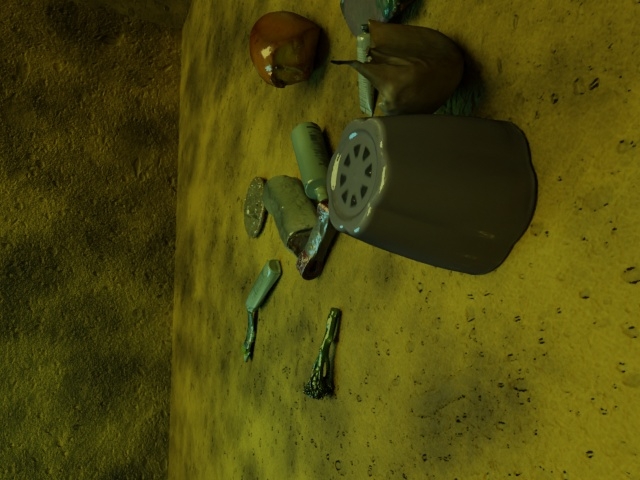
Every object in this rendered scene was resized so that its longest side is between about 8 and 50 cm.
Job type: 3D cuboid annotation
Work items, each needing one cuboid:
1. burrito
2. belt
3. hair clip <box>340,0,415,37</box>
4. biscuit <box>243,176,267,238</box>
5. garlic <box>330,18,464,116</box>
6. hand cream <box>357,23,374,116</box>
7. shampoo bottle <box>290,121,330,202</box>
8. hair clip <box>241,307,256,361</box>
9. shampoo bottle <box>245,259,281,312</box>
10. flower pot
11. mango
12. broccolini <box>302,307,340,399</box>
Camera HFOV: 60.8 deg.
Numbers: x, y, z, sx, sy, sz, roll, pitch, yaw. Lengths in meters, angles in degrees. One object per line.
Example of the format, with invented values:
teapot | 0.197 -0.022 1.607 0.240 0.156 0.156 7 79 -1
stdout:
burrito | -0.082 -0.076 1.494 0.299 0.105 0.143 -120 39 -49
belt | 0.000 0.000 1.349 0.053 0.072 0.232 60 140 42
hair clip | 0.113 -0.523 1.230 0.095 0.110 0.359 -47 26 -3
biscuit | -0.226 -0.114 1.881 0.220 0.033 0.219 -175 90 -66
garlic | 0.131 -0.277 0.920 0.151 0.196 0.338 -59 3 35
hand cream | 0.104 -0.379 1.218 0.067 0.042 0.194 -132 32 -52
shampoo bottle | -0.014 -0.189 1.396 0.085 0.085 0.262 -57 36 43
hair clip | -0.236 0.302 1.801 0.060 0.033 0.188 -163 78 -66
shampoo bottle | -0.180 0.143 1.705 0.212 0.049 0.072 -57 40 42
flower pot | 0.153 -0.089 0.851 0.265 0.243 0.264 -31 55 57
mango | -0.097 -0.569 1.569 0.201 0.199 0.350 -34 34 22
broccolini | 0.017 0.266 1.273 0.058 0.067 0.216 21 94 61
